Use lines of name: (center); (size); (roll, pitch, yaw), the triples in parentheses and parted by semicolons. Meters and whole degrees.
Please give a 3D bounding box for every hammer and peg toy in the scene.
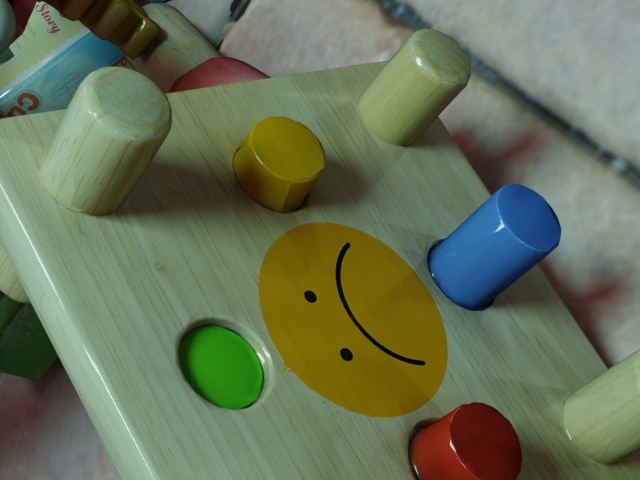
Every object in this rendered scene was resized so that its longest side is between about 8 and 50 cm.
hammer and peg toy: (0.042, 0.081, 0.468); (0.361, 0.266, 0.127); (58, 135, 15)

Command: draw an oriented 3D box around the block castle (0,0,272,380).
block castle: (-0.249, 0.019, 0.668); (0.453, 0.303, 0.213); (-50, 48, 11)

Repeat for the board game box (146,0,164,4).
board game box: (-0.015, -0.326, 0.756); (0.316, 0.064, 0.242); (-14, 68, 31)

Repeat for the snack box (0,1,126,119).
snack box: (-0.285, -0.198, 0.876); (0.187, 0.060, 0.322); (-37, 56, -2)
